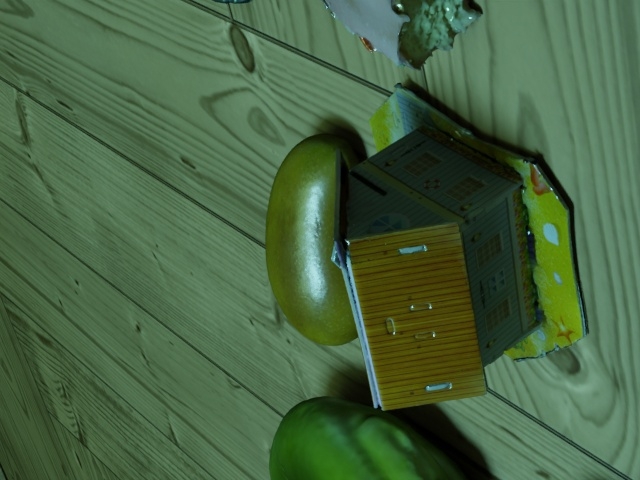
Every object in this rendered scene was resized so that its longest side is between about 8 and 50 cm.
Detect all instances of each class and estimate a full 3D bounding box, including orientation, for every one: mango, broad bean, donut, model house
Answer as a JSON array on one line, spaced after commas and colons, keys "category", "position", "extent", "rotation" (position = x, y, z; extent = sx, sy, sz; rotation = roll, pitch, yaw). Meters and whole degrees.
[{"category": "mango", "position": [0.000, 0.000, 1.218], "extent": [0.102, 0.085, 0.184], "rotation": [32, 140, 46]}, {"category": "broad bean", "position": [0.050, 0.244, 1.369], "extent": [0.238, 0.119, 0.291], "rotation": [62, 157, -9]}, {"category": "donut", "position": [0.032, -0.190, 0.944], "extent": [0.117, 0.065, 0.166], "rotation": [36, 147, 39]}, {"category": "model house", "position": [0.061, 0.031, 1.067], "extent": [0.207, 0.136, 0.219], "rotation": [34, 147, 41]}]

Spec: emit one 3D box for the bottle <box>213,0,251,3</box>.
[{"category": "bottle", "position": [-0.055, -0.260, 0.972], "extent": [0.112, 0.112, 0.260], "rotation": [46, 154, 27]}]
